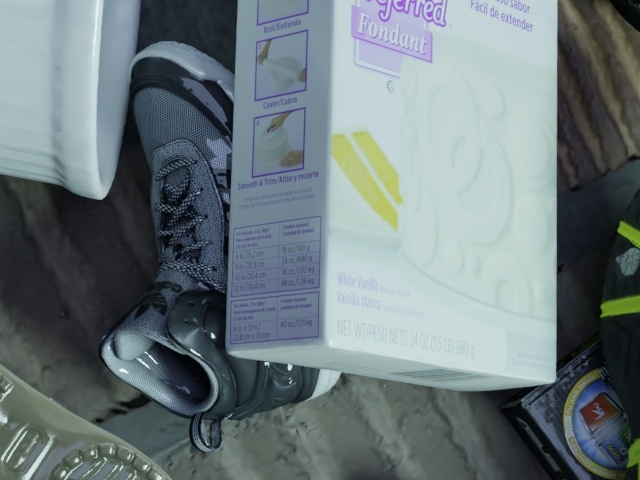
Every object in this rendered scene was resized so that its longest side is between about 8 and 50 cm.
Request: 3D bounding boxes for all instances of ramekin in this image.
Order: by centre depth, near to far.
[{"bbox_3d":[-0.192,-0.171,1.184,0.135,0.277,0.277,6,79,-2],"label":"ramekin"}]

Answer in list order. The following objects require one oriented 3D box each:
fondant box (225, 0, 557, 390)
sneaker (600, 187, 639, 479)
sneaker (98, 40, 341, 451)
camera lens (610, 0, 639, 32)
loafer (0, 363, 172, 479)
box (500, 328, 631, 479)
[{"bbox_3d":[0.056,-0.073,1.240,0.238,0.096,0.330,12,74,-46],"label":"fondant box"},{"bbox_3d":[0.288,0.103,1.246,0.147,0.145,0.385,9,80,-31],"label":"sneaker"},{"bbox_3d":[-0.087,0.006,1.212,0.153,0.101,0.269,-31,101,-46],"label":"sneaker"},{"bbox_3d":[0.337,-0.267,1.322,0.274,0.219,0.219,-12,82,-12],"label":"camera lens"},{"bbox_3d":[-0.186,0.154,1.218,0.268,0.092,0.102,45,76,-17],"label":"loafer"},{"bbox_3d":[0.296,0.164,1.320,0.216,0.060,0.270,-35,88,-15],"label":"box"}]
